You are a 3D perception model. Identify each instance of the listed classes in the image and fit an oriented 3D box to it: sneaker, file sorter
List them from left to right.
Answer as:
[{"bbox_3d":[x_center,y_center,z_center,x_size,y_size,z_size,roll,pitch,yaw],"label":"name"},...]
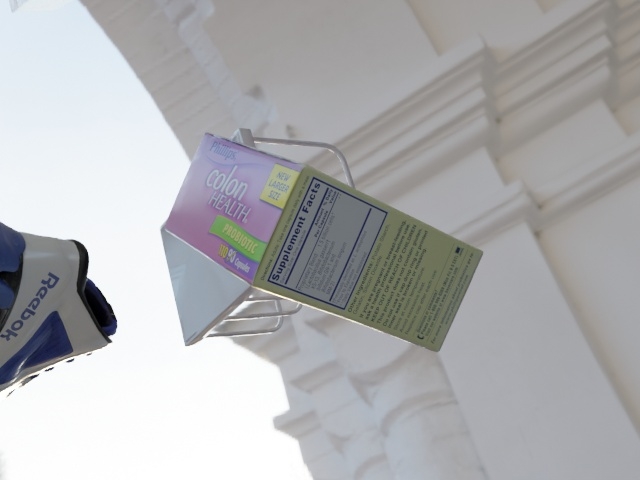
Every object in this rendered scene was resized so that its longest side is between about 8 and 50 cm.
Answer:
[{"bbox_3d":[-0.312,0.111,0.875,0.182,0.127,0.315,6,-52,-41],"label":"sneaker"},{"bbox_3d":[-0.080,0.002,1.198,0.173,0.192,0.278,-1,-26,-35],"label":"file sorter"}]

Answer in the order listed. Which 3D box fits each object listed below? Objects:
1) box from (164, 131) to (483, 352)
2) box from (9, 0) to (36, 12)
[{"bbox_3d":[0.000,0.000,0.887,0.243,0.213,0.117,24,-89,-35],"label":"box"},{"bbox_3d":[-0.341,-0.333,1.026,0.060,0.244,0.100,-12,-76,-22],"label":"box"}]
